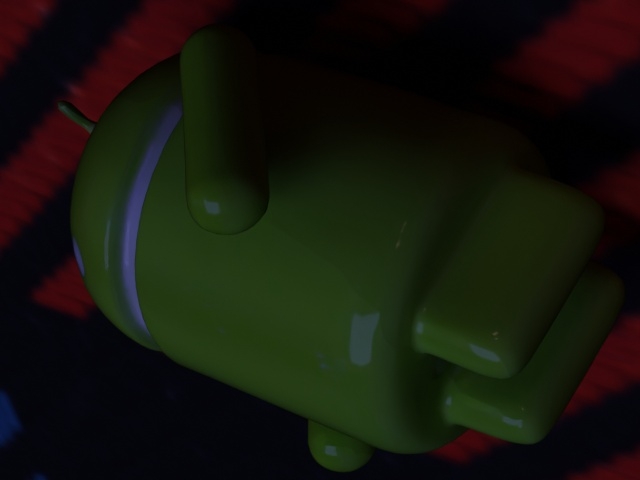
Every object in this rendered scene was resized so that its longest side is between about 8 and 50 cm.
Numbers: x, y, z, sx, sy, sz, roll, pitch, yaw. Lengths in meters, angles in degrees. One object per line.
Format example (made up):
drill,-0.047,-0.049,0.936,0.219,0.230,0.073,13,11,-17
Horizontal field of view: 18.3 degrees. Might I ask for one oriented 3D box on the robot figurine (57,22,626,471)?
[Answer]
robot figurine,0.000,0.000,0.392,0.115,0.067,0.101,20,156,29
